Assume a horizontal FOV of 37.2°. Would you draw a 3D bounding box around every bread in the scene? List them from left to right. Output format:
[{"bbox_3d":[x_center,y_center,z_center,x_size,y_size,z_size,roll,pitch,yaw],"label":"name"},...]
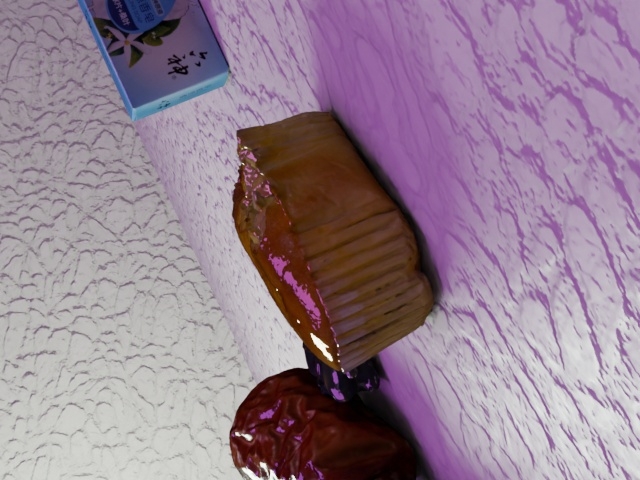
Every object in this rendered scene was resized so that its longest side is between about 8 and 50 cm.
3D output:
[{"bbox_3d":[0.000,0.000,0.908,0.250,0.133,0.179,61,171,24],"label":"bread"}]

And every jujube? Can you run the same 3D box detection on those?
[{"bbox_3d":[0.002,0.287,1.292,0.342,0.216,0.216,15,128,67],"label":"jujube"}]

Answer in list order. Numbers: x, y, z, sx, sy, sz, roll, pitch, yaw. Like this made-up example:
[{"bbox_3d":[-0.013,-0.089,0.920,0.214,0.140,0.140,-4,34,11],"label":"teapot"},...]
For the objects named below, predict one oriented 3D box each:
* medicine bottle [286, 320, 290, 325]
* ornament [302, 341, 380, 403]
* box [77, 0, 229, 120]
[{"bbox_3d":[-0.025,0.107,1.384,0.052,0.052,0.089,68,167,-12],"label":"medicine bottle"},{"bbox_3d":[-0.014,0.083,1.235,0.202,0.080,0.236,-159,46,-78],"label":"ornament"},{"bbox_3d":[-0.237,-0.298,1.296,0.232,0.142,0.083,66,167,2],"label":"box"}]
